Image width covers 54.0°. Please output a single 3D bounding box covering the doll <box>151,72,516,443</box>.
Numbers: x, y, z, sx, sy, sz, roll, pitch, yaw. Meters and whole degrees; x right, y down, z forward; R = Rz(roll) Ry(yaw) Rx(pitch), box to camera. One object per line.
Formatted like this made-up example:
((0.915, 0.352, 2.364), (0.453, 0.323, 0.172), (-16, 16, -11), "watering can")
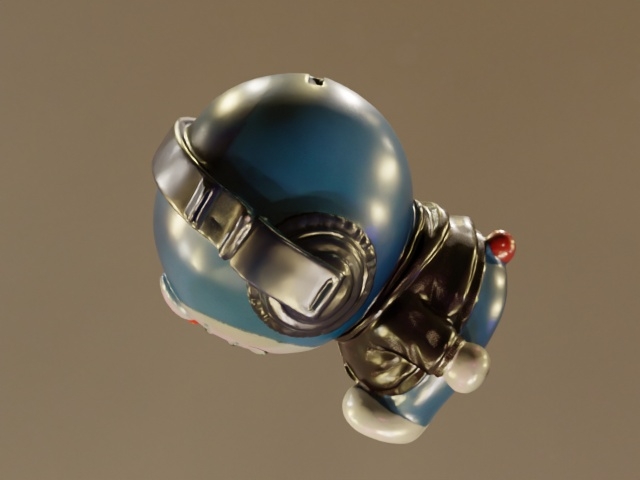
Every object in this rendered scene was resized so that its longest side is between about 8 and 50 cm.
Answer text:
((0.000, 0.000, 0.541), (0.309, 0.240, 0.284), (30, -165, -12), "doll")
